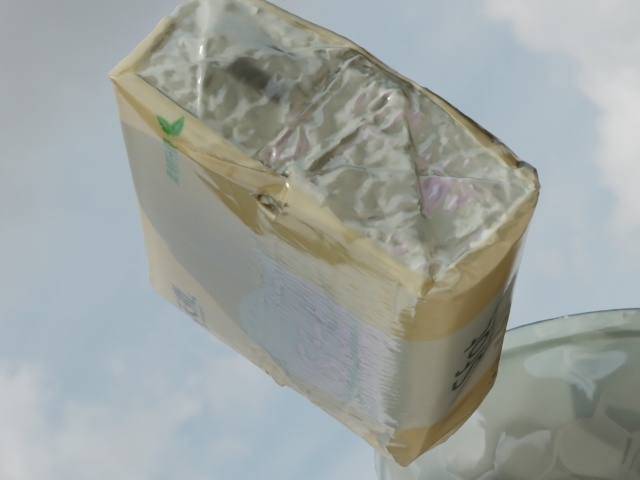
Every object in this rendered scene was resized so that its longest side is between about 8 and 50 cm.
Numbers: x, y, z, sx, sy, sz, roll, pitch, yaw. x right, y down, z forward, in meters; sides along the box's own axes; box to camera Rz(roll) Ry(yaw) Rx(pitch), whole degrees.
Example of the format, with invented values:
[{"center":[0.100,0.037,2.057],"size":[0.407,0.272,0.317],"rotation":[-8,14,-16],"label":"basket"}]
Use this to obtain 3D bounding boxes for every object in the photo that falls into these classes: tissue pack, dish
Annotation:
[{"center":[0.000,0.000,0.796],"size":[0.090,0.186,0.222],"rotation":[-50,-15,-22],"label":"tissue pack"},{"center":[0.166,0.165,1.001],"size":[0.303,0.303,0.120],"rotation":[85,-177,-50],"label":"dish"}]
